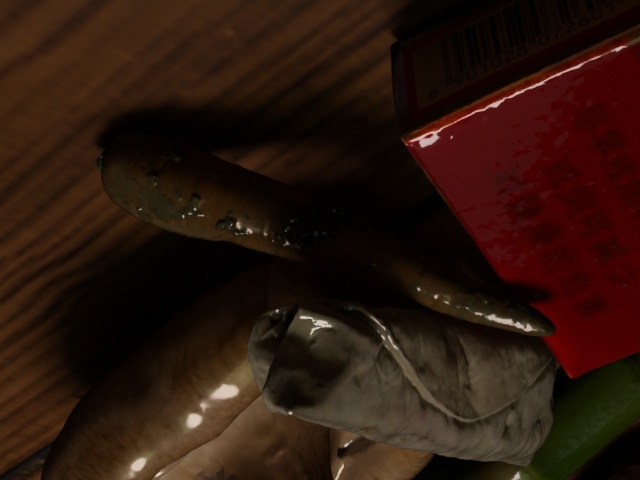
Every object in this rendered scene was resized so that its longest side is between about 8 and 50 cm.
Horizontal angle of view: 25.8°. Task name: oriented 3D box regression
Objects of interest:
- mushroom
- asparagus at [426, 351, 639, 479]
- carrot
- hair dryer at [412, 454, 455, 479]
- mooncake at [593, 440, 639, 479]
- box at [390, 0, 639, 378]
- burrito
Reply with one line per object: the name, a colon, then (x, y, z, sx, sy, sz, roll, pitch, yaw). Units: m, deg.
mushroom: (-0.041, 0.117, 0.839, 0.278, 0.146, 0.278, -18, 141, -15)
asparagus: (0.103, 0.162, 0.898, 0.278, 0.067, 0.060, -40, 106, 7)
carrot: (0.000, 0.000, 0.715, 0.254, 0.049, 0.049, 21, 141, 8)
hair dryer: (0.142, 0.220, 0.974, 0.071, 0.219, 0.124, -26, 160, -40)
mooncake: (0.344, 0.257, 1.057, 0.324, 0.187, 0.324, -5, 144, -3)
box: (0.217, -0.071, 0.675, 0.313, 0.089, 0.197, -24, 128, 20)
burrito: (0.060, 0.074, 0.749, 0.059, 0.082, 0.275, -7, 165, 34)
